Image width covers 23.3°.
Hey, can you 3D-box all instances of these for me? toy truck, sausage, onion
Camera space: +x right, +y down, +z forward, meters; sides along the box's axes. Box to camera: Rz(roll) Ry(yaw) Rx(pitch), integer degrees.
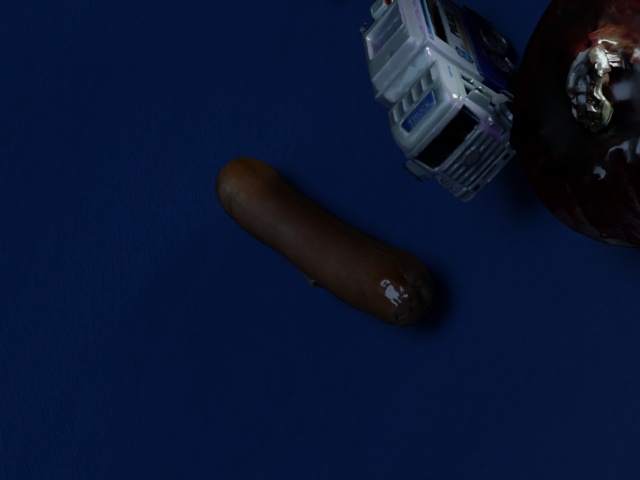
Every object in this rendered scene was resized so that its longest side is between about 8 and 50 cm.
[{"bbox_3d":[0.132,-0.172,1.725,0.124,0.155,0.268,-48,25,24],"label":"toy truck"},{"bbox_3d":[0.000,0.000,1.896,0.419,0.094,0.094,33,114,48],"label":"sausage"},{"bbox_3d":[0.311,-0.145,1.510,0.314,0.232,0.314,-19,63,43],"label":"onion"}]
